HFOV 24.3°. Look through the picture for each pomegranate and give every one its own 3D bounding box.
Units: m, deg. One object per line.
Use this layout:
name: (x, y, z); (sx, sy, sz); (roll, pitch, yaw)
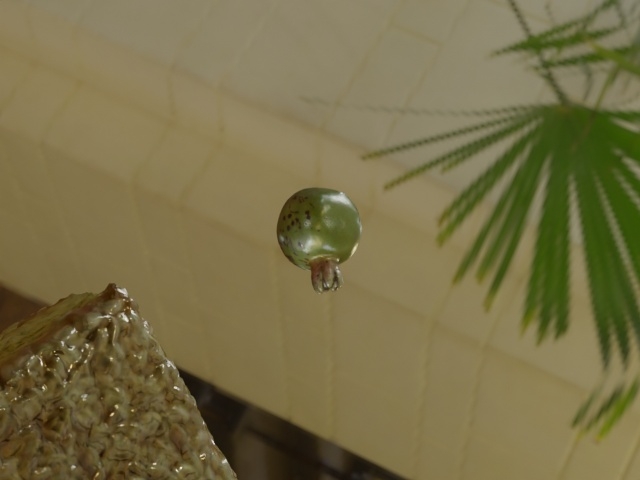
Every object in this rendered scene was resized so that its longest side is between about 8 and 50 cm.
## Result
pomegranate: (-0.002, 0.000, 1.171); (0.073, 0.073, 0.085); (19, 77, -76)

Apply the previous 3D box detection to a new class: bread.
bread: (-0.134, 0.151, 0.547); (0.234, 0.184, 0.110); (-34, -168, -33)
